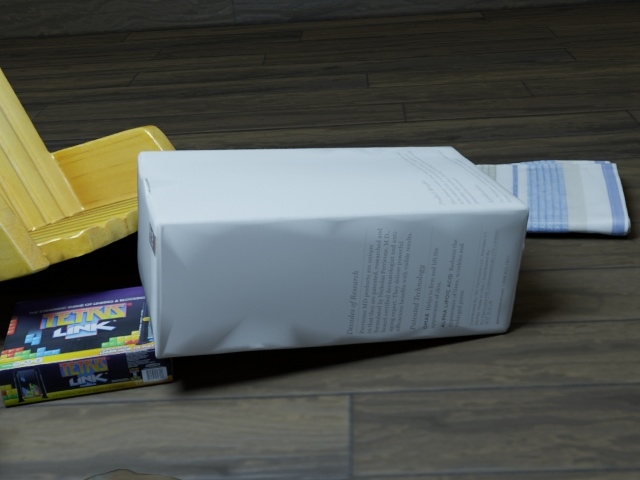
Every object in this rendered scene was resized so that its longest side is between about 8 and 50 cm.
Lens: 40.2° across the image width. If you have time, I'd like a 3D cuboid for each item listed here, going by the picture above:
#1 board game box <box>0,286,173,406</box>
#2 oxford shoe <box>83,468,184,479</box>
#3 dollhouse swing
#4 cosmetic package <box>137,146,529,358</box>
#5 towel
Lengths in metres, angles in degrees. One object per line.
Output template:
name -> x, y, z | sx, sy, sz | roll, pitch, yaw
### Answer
board game box -> -0.245, 0.107, 0.936 | 0.170, 0.048, 0.141 | -8, 27, -8
oxford shoe -> -0.099, 0.218, 0.643 | 0.227, 0.082, 0.096 | 17, 28, 35
dollhouse swing -> -0.378, -0.130, 1.067 | 0.315, 0.304, 0.347 | -11, 10, 28
cosmetic package -> 0.000, 0.000, 0.950 | 0.385, 0.156, 0.217 | -3, 24, -13
towel -> 0.279, -0.058, 1.223 | 0.285, 0.034, 0.209 | -1, 28, 12
